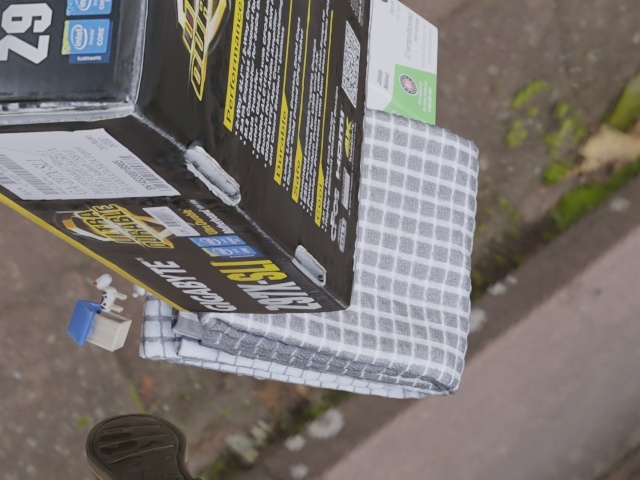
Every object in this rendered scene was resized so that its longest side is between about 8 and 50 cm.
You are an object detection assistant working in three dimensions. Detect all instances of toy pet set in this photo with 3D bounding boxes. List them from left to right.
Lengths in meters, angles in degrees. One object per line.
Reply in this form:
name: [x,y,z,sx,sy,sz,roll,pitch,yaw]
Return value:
toy pet set: [-0.243,0.065,1.817,0.122,0.065,0.114,-21,133,-77]

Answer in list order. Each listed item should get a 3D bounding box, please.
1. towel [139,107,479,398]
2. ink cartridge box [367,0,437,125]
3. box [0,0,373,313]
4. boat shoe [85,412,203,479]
towel: [0.000,0.000,1.323,0.283,0.121,0.235,13,74,-28]
ink cartridge box: [-0.010,-0.217,1.731,0.272,0.198,0.115,31,127,-21]
box: [-0.039,-0.154,0.538,0.257,0.079,0.322,41,51,-70]
boat shoe: [-0.176,0.280,1.648,0.110,0.307,0.105,-9,110,-16]
